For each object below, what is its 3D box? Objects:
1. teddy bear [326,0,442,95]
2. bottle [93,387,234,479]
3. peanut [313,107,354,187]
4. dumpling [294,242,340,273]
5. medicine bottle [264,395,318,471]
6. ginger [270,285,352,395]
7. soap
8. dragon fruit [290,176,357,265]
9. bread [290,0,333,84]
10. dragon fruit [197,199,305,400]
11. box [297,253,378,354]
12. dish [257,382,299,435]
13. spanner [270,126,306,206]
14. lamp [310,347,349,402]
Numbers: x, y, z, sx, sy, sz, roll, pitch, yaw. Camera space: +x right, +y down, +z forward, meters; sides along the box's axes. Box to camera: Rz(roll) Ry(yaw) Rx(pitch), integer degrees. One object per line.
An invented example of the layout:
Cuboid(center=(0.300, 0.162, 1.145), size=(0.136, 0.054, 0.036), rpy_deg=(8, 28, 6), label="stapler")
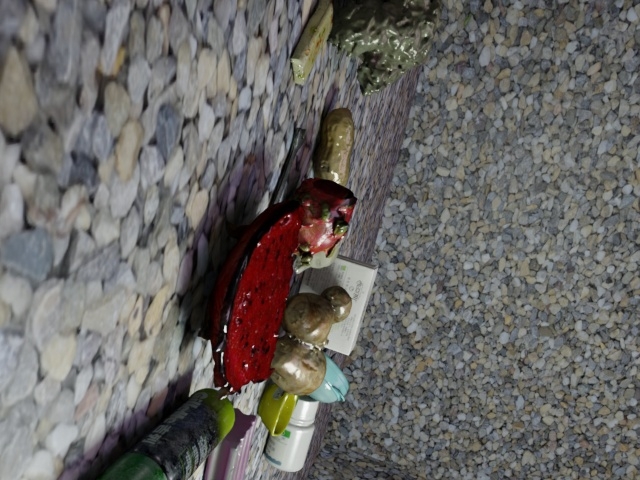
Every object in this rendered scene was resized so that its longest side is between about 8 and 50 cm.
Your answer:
Cuboid(center=(0.143, -0.477, 1.291), size=(0.367, 0.224, 0.358), rpy_deg=(123, -14, -73), label="teddy bear")
Cuboid(center=(-0.227, 0.318, 0.824), size=(0.330, 0.093, 0.093), rpy_deg=(-29, 135, -75), label="bottle")
Cuboid(center=(0.034, -0.204, 1.328), size=(0.099, 0.099, 0.214), rpy_deg=(-48, 155, -65), label="peanut")
Cuboid(center=(0.000, 0.000, 1.430), size=(0.199, 0.118, 0.136), rpy_deg=(-54, 174, 21), label="dumpling")
Cuboid(center=(-0.090, 0.606, 1.833), size=(0.139, 0.139, 0.237), rpy_deg=(-8, 113, -78), label="medicine bottle")
Cuboid(center=(-0.033, 0.250, 1.481), size=(0.244, 0.155, 0.304), rpy_deg=(25, 91, -51), label="ginger")
Cuboid(center=(-0.206, 0.492, 1.264), size=(0.122, 0.065, 0.203), rpy_deg=(-44, 150, -68), label="soap")
Cuboid(center=(-0.005, -0.038, 1.232), size=(0.166, 0.160, 0.172), rpy_deg=(53, -44, 49), label="dragon fruit")
Cuboid(center=(-0.014, -0.357, 1.022), size=(0.068, 0.028, 0.154), rpy_deg=(87, 25, -66), label="bread")
Cuboid(center=(-0.128, 0.086, 0.944), size=(0.282, 0.100, 0.344), rpy_deg=(13, 91, -77), label="dragon fruit")
Cuboid(center=(0.035, 0.171, 1.630), size=(0.111, 0.194, 0.261), rpy_deg=(0, 108, -78), label="box")
Cuboid(center=(-0.122, 0.454, 1.591), size=(0.208, 0.080, 0.149), rpy_deg=(-54, 155, -55), label="dish")
Cuboid(center=(-0.076, -0.111, 1.122), size=(0.054, 0.015, 0.255), rpy_deg=(55, 53, -74), label="spanner")
Cuboid(center=(-0.008, 0.419, 1.819), size=(0.147, 0.209, 0.284), rpy_deg=(-37, -176, 1), label="lamp")
